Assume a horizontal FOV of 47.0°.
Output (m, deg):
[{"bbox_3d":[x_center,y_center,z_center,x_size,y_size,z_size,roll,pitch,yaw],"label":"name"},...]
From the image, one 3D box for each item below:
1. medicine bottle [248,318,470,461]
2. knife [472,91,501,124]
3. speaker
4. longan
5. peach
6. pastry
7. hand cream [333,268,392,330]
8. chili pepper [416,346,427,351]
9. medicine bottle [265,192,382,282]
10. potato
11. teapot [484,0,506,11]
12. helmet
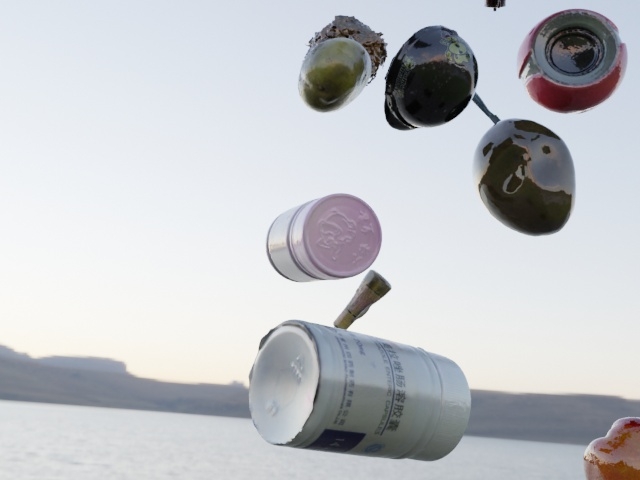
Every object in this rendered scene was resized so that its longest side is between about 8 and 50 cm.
[{"bbox_3d":[0.070,0.247,1.179,0.332,0.189,0.190,17,-18,-35],"label":"medicine bottle"},{"bbox_3d":[0.571,-0.405,2.425,0.313,0.019,0.044,44,-21,-20],"label":"knife"},{"bbox_3d":[0.696,-0.485,2.038,0.294,0.294,0.294,4,-13,1],"label":"speaker"},{"bbox_3d":[0.554,-0.170,2.009,0.288,0.350,0.288,-15,-24,-7],"label":"longan"},{"bbox_3d":[0.713,0.518,1.626,0.243,0.243,0.199,-7,-10,39],"label":"peach"},{"bbox_3d":[0.070,-0.565,2.189,0.275,0.192,0.275,-1,28,0],"label":"pastry"},{"bbox_3d":[0.111,0.179,2.100,0.084,0.203,0.084,42,3,-3],"label":"hand cream"},{"bbox_3d":[0.301,0.339,2.103,0.050,0.041,0.153,58,-11,-20],"label":"chili pepper"},{"bbox_3d":[0.000,0.000,1.794,0.202,0.202,0.316,9,-8,-20],"label":"medicine bottle"},{"bbox_3d":[0.033,-0.394,1.741,0.148,0.228,0.197,45,-45,-4],"label":"potato"},{"bbox_3d":[0.532,-0.720,2.236,0.068,0.045,0.100,-4,23,0],"label":"teapot"},{"bbox_3d":[0.285,-0.374,1.798,0.231,0.278,0.160,-2,29,-40],"label":"helmet"}]
